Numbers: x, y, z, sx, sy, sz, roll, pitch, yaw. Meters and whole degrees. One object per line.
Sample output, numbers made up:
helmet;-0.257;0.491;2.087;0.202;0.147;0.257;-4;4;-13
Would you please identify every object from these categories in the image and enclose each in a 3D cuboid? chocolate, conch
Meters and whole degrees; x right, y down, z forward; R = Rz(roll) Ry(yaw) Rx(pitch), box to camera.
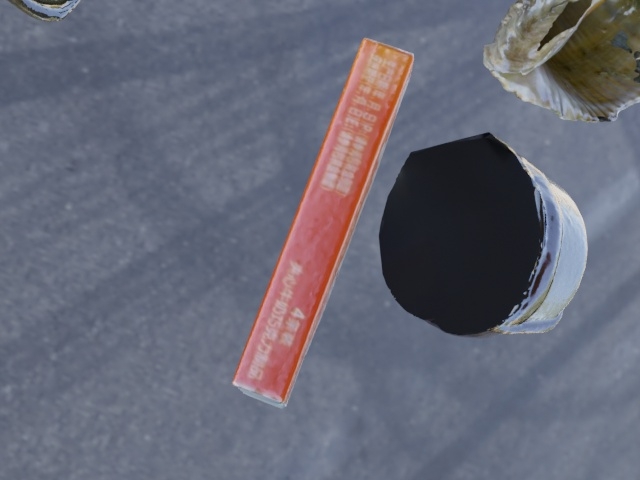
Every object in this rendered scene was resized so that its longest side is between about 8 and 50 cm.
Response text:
chocolate;0.237;0.000;1.978;0.186;0.283;0.283;0;104;-49
conch;0.186;-0.153;0.906;0.155;0.130;0.207;46;64;-10

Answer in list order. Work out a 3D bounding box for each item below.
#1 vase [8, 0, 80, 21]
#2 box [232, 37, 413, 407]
vase;-0.291;-0.339;1.055;0.241;0.302;0.329;-48;164;-3
box;0.000;0.000;1.163;0.265;0.048;0.273;103;7;-84
